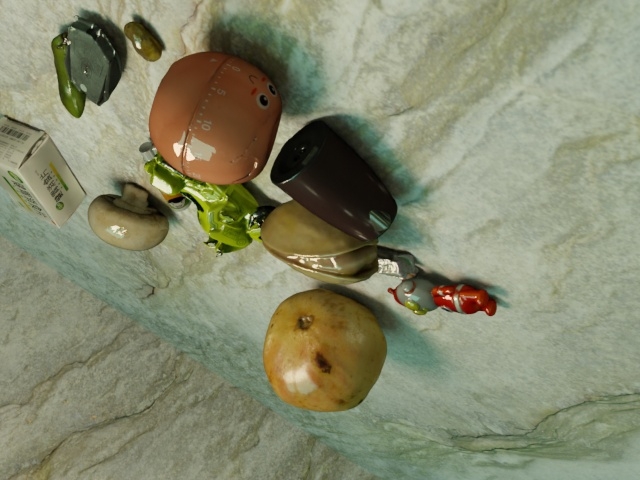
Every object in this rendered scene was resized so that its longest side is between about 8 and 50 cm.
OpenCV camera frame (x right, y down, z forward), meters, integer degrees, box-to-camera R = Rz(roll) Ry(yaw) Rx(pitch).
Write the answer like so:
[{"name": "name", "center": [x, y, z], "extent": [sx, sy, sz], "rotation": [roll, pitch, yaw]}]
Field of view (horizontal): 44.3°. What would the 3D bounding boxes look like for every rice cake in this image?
[{"name": "rice cake", "center": [0.090, 0.033, 1.758], "extent": [0.270, 0.049, 0.055], "rotation": [12, 128, 38]}]

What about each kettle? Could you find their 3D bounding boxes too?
[{"name": "kettle", "center": [0.026, -0.098, 1.482], "extent": [0.232, 0.144, 0.202], "rotation": [40, 174, -27]}]

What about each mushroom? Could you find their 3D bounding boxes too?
[{"name": "mushroom", "center": [-0.530, -0.066, 2.190], "extent": [0.226, 0.178, 0.226], "rotation": [28, -171, -5]}]

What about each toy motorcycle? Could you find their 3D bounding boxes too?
[{"name": "toy motorcycle", "center": [-0.251, -0.092, 1.822], "extent": [0.342, 0.142, 0.206], "rotation": [40, 117, -18]}]

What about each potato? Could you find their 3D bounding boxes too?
[{"name": "potato", "center": [-0.333, -0.374, 1.483], "extent": [0.092, 0.045, 0.046], "rotation": [55, -176, -37]}]

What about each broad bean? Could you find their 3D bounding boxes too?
[{"name": "broad bean", "center": [-0.555, -0.370, 1.729], "extent": [0.075, 0.067, 0.325], "rotation": [42, 155, 10]}]

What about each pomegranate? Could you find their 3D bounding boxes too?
[{"name": "pomegranate", "center": [0.020, 0.295, 2.046], "extent": [0.343, 0.342, 0.342], "rotation": [26, 156, 13]}]

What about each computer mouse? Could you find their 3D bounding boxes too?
[{"name": "computer mouse", "center": [-0.456, -0.370, 1.613], "extent": [0.126, 0.071, 0.231], "rotation": [42, 147, 7]}]

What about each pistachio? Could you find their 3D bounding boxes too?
[{"name": "pistachio", "center": [0.000, 0.000, 1.648], "extent": [0.293, 0.181, 0.162], "rotation": [25, 129, 34]}]

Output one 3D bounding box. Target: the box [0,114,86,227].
[{"name": "box", "center": [-0.852, -0.200, 2.330], "extent": [0.173, 0.145, 0.333], "rotation": [21, 154, 18]}]

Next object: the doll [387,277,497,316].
[{"name": "doll", "center": [0.252, 0.122, 1.693], "extent": [0.245, 0.076, 0.142], "rotation": [2, 156, 32]}]

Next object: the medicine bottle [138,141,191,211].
[{"name": "medicine bottle", "center": [-0.371, -0.159, 1.942], "extent": [0.092, 0.061, 0.220], "rotation": [-4, 145, 16]}]

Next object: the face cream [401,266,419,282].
[{"name": "face cream", "center": [0.195, 0.078, 1.753], "extent": [0.040, 0.021, 0.083], "rotation": [26, 156, 7]}]

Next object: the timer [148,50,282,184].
[{"name": "timer", "center": [-0.179, -0.214, 1.384], "extent": [0.215, 0.229, 0.229], "rotation": [23, 157, -3]}]
